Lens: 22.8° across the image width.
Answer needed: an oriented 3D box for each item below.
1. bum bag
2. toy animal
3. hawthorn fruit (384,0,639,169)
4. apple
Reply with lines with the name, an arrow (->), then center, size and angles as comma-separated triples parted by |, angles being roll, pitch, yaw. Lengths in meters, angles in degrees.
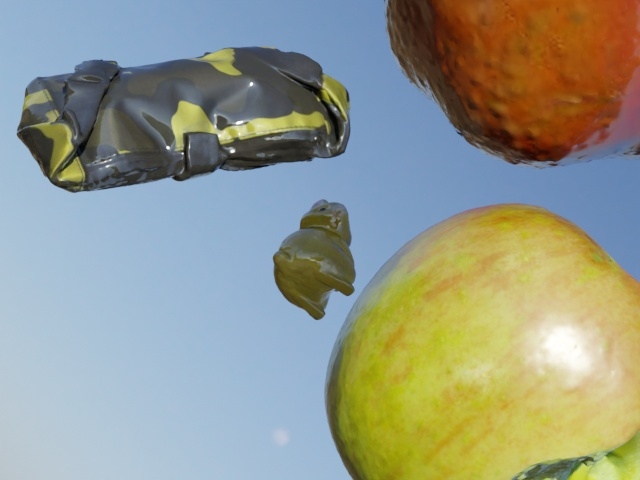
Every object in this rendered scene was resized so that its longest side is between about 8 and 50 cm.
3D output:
bum bag -> -0.084, -0.083, 1.019 | 0.107, 0.232, 0.060 | 59, -37, 34
toy animal -> -0.001, -0.003, 1.558 | 0.083, 0.159, 0.070 | 40, -57, -17
hawthorn fruit -> 0.194, -0.214, 1.093 | 0.287, 0.287, 0.330 | 43, -39, 29
apple -> 0.124, 0.105, 1.058 | 0.246, 0.226, 0.246 | 51, -1, 1
